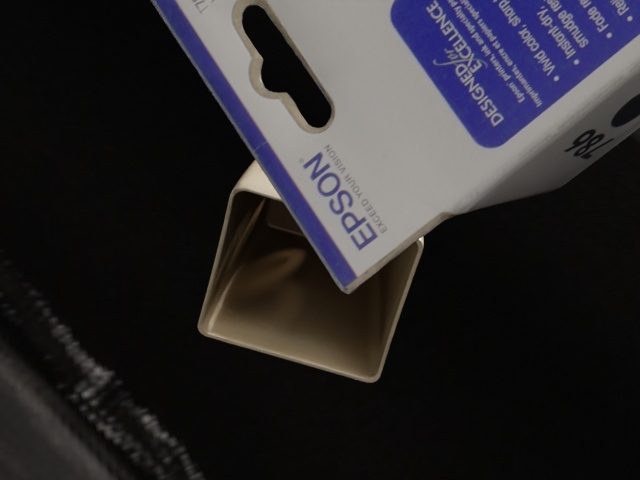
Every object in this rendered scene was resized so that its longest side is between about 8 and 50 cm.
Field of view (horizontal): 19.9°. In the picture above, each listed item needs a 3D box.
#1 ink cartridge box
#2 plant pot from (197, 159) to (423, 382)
[{"bbox_3d":[0.100,-0.141,0.609,0.332,0.065,0.165,-38,-109,17],"label":"ink cartridge box"},{"bbox_3d":[0.000,0.000,1.055,0.109,0.096,0.109,16,-54,0],"label":"plant pot"}]
